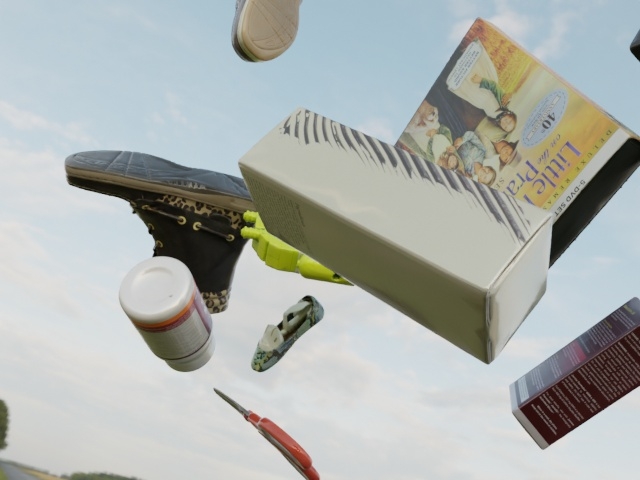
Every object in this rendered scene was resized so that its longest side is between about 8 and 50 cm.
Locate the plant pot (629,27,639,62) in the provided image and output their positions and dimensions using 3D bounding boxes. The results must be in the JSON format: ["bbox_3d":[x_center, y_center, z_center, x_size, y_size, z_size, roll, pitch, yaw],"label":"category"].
[{"bbox_3d":[0.745,-0.394,1.194,0.188,0.187,0.167,39,-17,-14],"label":"plant pot"}]

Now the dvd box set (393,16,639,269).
[{"bbox_3d":[0.279,-0.140,1.014,0.062,0.420,0.308,15,-58,-30],"label":"dvd box set"}]

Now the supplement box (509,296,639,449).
[{"bbox_3d":[0.393,0.189,0.914,0.073,0.239,0.130,50,15,6],"label":"supplement box"}]

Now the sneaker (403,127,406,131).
[{"bbox_3d":[0.416,-0.147,1.660,0.482,0.202,0.185,34,-59,6],"label":"sneaker"}]

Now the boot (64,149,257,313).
[{"bbox_3d":[-0.314,-0.011,1.229,0.377,0.138,0.284,10,-65,-17],"label":"boot"}]

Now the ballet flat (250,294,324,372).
[{"bbox_3d":[-0.071,0.173,1.221,0.070,0.188,0.070,34,-31,24],"label":"ballet flat"}]

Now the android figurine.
[{"bbox_3d":[0.000,0.000,1.072,0.272,0.248,0.056,12,-63,-7],"label":"android figurine"}]

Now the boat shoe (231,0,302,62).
[{"bbox_3d":[-0.094,-0.385,1.045,0.092,0.285,0.103,-16,-43,35],"label":"boat shoe"}]

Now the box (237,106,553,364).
[{"bbox_3d":[0.058,-0.015,0.563,0.275,0.094,0.113,30,-26,33],"label":"box"}]

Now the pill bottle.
[{"bbox_3d":[-0.252,0.134,1.078,0.121,0.121,0.221,9,-34,12],"label":"pill bottle"}]

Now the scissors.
[{"bbox_3d":[-0.099,0.256,0.917,0.297,0.021,0.109,27,-27,46],"label":"scissors"}]
